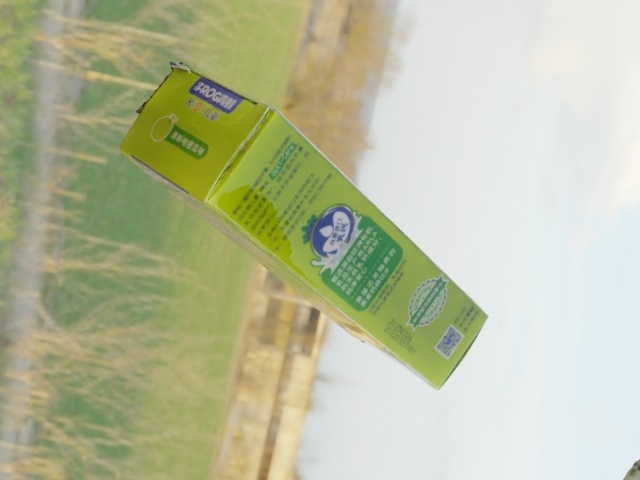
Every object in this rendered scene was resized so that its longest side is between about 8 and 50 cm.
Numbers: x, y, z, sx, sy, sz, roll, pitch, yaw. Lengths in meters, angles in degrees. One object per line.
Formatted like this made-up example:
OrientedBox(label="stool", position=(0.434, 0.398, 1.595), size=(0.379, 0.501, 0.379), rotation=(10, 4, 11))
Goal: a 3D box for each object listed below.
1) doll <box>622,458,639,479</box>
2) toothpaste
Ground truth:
OrientedBox(label="doll", position=(0.240, 0.221, 0.829), size=(0.110, 0.107, 0.181), rotation=(-50, 135, -29))
OrientedBox(label="toothpaste", position=(0.000, 0.000, 0.934), size=(0.077, 0.110, 0.327), rotation=(-53, 137, -4))
